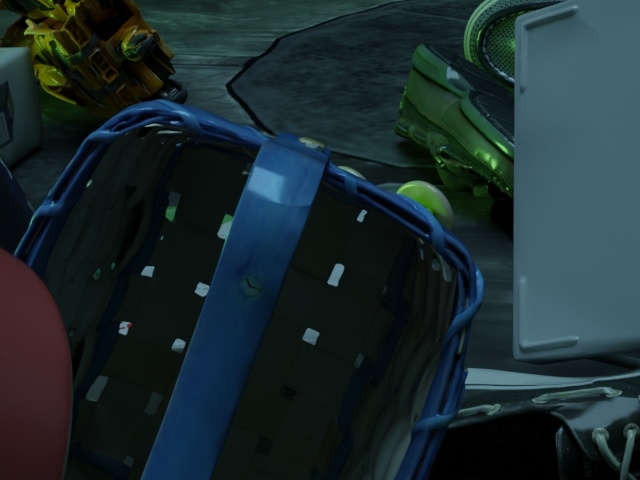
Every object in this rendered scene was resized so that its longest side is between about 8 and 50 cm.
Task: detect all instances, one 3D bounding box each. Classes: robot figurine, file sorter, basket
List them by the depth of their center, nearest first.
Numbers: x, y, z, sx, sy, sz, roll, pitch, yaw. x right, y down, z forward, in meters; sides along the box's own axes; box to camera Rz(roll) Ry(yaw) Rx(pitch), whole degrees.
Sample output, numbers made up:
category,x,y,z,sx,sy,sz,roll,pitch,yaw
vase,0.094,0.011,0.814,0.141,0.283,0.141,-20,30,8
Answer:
category,x,y,z,sx,sy,sz,roll,pitch,yaw
basket,-0.050,0.073,0.757,0.201,0.255,0.289,22,7,-5
file sorter,0.258,-0.035,0.919,0.173,0.193,0.277,15,-19,-41
robot figurine,-0.235,-0.188,1.604,0.085,0.211,0.291,-47,35,-14

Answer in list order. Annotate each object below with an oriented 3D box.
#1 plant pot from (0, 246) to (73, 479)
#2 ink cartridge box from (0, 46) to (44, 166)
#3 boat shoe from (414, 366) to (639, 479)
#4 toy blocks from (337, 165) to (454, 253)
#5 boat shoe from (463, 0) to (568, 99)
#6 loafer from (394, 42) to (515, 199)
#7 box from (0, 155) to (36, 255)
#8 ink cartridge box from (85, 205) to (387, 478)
category,x,y,z,sx,sy,sz,roll,pitch,yaw
plant pot,-0.242,0.060,0.647,0.243,0.275,0.275,24,0,-39
ink cartridge box,-0.342,-0.090,1.472,0.154,0.093,0.212,1,19,18
boat shoe,0.139,0.105,0.888,0.219,0.078,0.070,-5,18,23
toy blocks,0.000,0.000,1.213,0.123,0.054,0.148,12,27,39
boat shoe,0.259,-0.144,1.430,0.340,0.127,0.158,6,15,23
loafer,0.121,-0.071,1.375,0.096,0.084,0.267,22,16,-21
box,-0.303,-0.064,1.016,0.182,0.294,0.296,-35,23,-10
ink cartridge box,-0.039,0.055,1.021,0.160,0.093,0.219,-2,21,9
